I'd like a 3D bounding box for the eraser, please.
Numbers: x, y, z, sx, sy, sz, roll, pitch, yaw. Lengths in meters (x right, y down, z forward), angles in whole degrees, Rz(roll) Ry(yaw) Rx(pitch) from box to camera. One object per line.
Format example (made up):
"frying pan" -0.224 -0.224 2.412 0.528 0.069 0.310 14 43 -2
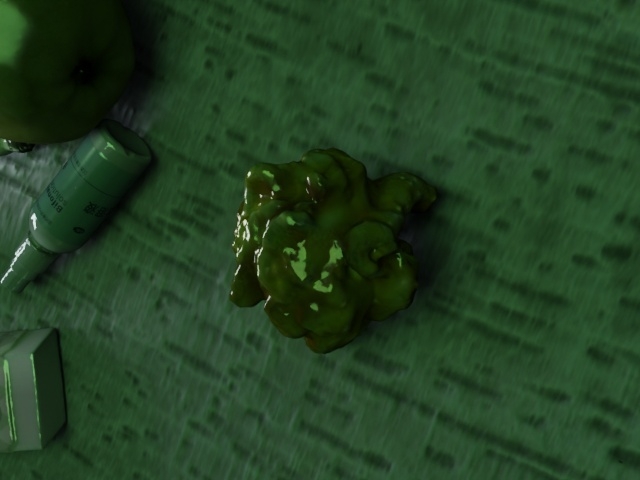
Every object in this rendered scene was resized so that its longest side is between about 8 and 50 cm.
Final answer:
"eraser" -0.645 0.278 2.076 0.397 0.082 0.213 -8 87 26

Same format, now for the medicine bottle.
"medicine bottle" -0.431 -0.045 1.955 0.110 0.110 0.352 48 109 18

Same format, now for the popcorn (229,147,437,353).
"popcorn" -0.009 0.007 1.666 0.321 0.290 0.325 -52 41 21

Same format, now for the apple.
"apple" -0.474 -0.332 1.849 0.357 0.357 0.357 0 90 26

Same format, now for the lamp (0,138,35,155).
"lamp" -0.608 -0.204 2.051 0.250 0.101 0.101 17 97 30
